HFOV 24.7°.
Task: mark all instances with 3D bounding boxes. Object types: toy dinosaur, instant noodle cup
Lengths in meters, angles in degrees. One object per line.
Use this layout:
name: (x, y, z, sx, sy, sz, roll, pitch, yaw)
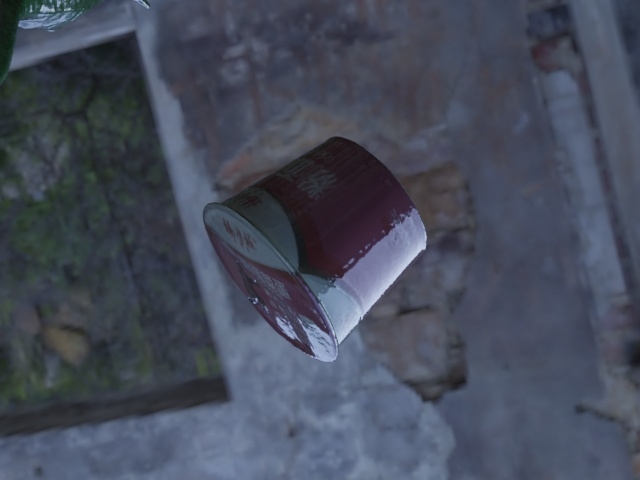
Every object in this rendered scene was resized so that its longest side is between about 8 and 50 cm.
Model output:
toy dinosaur: (-0.233, -0.207, 1.346, 0.087, 0.301, 0.447, -53, 152, 19)
instant noodle cup: (0.000, 0.000, 1.710, 0.178, 0.235, 0.235, -40, -166, -18)
